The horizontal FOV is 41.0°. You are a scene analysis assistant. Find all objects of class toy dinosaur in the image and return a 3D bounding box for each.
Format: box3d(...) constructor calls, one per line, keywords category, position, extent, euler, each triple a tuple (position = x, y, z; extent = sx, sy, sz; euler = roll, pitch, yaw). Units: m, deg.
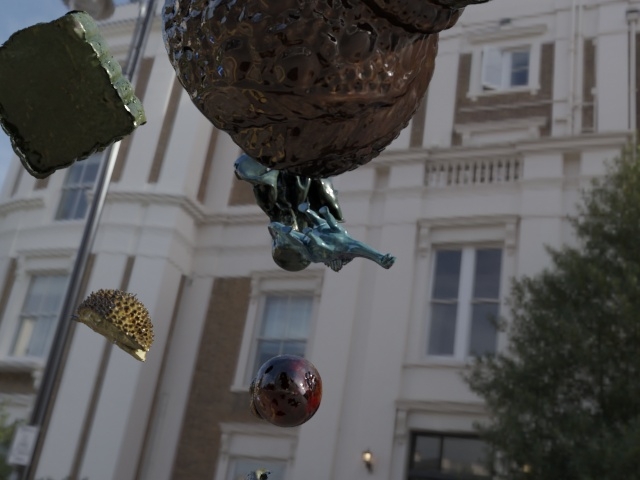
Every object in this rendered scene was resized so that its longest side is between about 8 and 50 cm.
box3d(category="toy dinosaur", position=(0.000, 0.000, 0.863), extent=(0.197, 0.045, 0.080), euler=(11, -29, 49))

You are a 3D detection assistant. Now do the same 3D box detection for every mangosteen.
box3d(category="mangosteen", position=(-0.066, 0.255, 1.429), extent=(0.140, 0.140, 0.140), euler=(8, -24, 3))

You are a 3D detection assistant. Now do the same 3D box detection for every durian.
box3d(category="durian", position=(-0.280, 0.105, 1.177), extent=(0.140, 0.071, 0.110), euler=(16, -37, 26))

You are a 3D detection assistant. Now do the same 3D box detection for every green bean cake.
box3d(category="green bean cake", position=(-0.479, -0.270, 1.568), extent=(0.241, 0.132, 0.255), euler=(-26, -73, 11))

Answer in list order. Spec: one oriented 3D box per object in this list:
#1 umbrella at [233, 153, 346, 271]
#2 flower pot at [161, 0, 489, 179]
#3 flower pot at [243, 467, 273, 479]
box3d(category="umbrella", position=(-0.044, -0.096, 1.141), extent=(0.143, 0.349, 0.094), euler=(-2, -50, -3))
box3d(category="flower pot", position=(0.030, -0.226, 0.782), extent=(0.266, 0.267, 0.267), euler=(24, -40, -30))
box3d(category="flower pot", position=(-0.122, 0.271, 0.376), extent=(0.290, 0.259, 0.290), euler=(-17, -2, -1))
